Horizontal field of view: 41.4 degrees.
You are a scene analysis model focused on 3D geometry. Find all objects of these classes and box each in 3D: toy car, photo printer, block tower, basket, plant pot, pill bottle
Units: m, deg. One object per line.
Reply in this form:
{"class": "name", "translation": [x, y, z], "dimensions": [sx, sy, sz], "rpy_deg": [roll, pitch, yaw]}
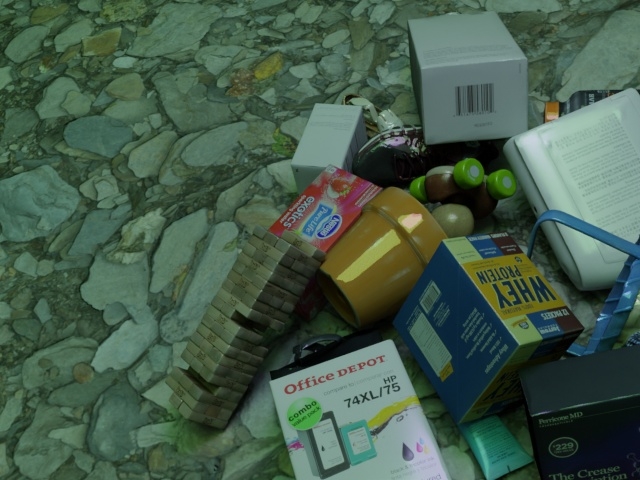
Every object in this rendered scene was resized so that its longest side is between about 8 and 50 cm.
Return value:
{"class": "toy car", "translation": [0.247, -0.030, 1.504], "dimensions": [0.148, 0.155, 0.189], "rpy_deg": [14, 73, -28]}
{"class": "photo printer", "translation": [0.493, -0.079, 1.449], "dimensions": [0.255, 0.107, 0.308], "rpy_deg": [-23, 74, -1]}
{"class": "block tower", "translation": [-0.127, 0.134, 1.380], "dimensions": [0.091, 0.097, 0.336], "rpy_deg": [31, 90, 42]}
{"class": "basket", "translation": [0.438, 0.096, 1.278], "dimensions": [0.288, 0.255, 0.201], "rpy_deg": [24, 48, 20]}
{"class": "plant pot", "translation": [0.100, 0.045, 1.430], "dimensions": [0.188, 0.205, 0.205], "rpy_deg": [-35, 52, -14]}
{"class": "pill bottle", "translation": [0.547, -0.219, 1.596], "dimensions": [0.245, 0.130, 0.131], "rpy_deg": [1, 51, 14]}

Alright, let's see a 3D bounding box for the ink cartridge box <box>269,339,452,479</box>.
{"class": "ink cartridge box", "translation": [0.066, 0.325, 1.204], "dimensions": [0.198, 0.197, 0.270], "rpy_deg": [-19, 48, -3]}

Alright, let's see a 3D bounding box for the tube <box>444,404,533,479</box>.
{"class": "tube", "translation": [0.237, 0.271, 1.312], "dimensions": [0.080, 0.052, 0.207], "rpy_deg": [-23, 52, -12]}

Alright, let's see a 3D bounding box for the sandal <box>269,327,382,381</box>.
{"class": "sandal", "translation": [0.003, 0.174, 1.353], "dimensions": [0.097, 0.055, 0.254], "rpy_deg": [-16, 1, 35]}

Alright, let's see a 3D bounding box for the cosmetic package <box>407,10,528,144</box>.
{"class": "cosmetic package", "translation": [0.278, -0.329, 1.650], "dimensions": [0.196, 0.155, 0.366], "rpy_deg": [-5, 27, 6]}

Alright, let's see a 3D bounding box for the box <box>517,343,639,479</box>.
{"class": "box", "translation": [0.422, 0.247, 1.171], "dimensions": [0.261, 0.184, 0.103], "rpy_deg": [-13, 29, 9]}

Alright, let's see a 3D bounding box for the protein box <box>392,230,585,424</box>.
{"class": "protein box", "translation": [0.245, 0.129, 1.279], "dimensions": [0.135, 0.200, 0.201], "rpy_deg": [-8, 50, -33]}

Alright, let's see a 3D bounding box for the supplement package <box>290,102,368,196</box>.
{"class": "supplement package", "translation": [0.021, -0.175, 1.696], "dimensions": [0.105, 0.105, 0.179], "rpy_deg": [7, 52, 17]}

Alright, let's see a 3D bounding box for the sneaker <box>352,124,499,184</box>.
{"class": "sneaker", "translation": [0.208, -0.152, 1.614], "dimensions": [0.281, 0.107, 0.163], "rpy_deg": [-20, 36, -4]}

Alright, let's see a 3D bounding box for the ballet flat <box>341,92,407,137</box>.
{"class": "ballet flat", "translation": [0.117, -0.250, 1.761], "dimensions": [0.206, 0.067, 0.073], "rpy_deg": [30, 62, 31]}

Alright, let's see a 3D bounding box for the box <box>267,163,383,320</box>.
{"class": "box", "translation": [0.000, 0.000, 1.542], "dimensions": [0.128, 0.123, 0.257], "rpy_deg": [27, 61, 29]}
